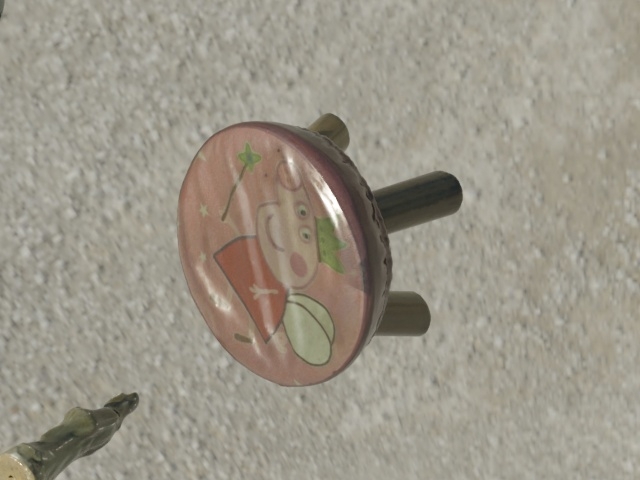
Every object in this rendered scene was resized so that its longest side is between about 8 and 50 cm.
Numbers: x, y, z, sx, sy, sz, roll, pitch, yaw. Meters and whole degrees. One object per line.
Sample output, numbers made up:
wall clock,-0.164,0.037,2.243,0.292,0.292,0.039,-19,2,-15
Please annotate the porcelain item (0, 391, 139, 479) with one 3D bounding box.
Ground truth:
porcelain item,-0.305,0.246,1.721,0.069,0.081,0.215,33,43,22

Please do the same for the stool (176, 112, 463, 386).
stool,0.000,0.000,1.416,0.272,0.272,0.178,37,36,30

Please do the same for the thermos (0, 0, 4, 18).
thermos,-0.338,-0.218,0.930,0.286,0.145,0.182,25,103,19
